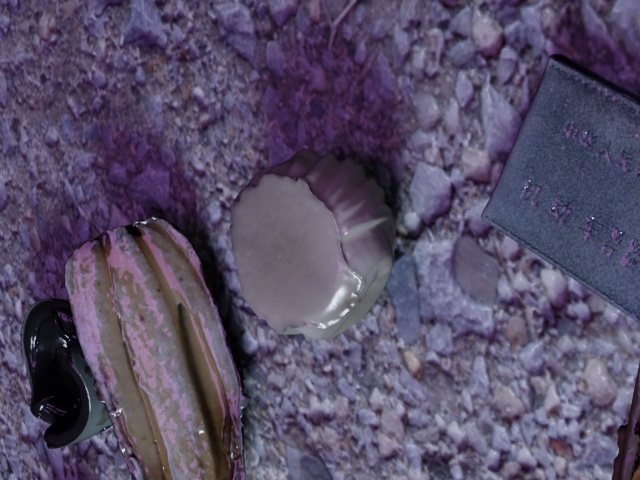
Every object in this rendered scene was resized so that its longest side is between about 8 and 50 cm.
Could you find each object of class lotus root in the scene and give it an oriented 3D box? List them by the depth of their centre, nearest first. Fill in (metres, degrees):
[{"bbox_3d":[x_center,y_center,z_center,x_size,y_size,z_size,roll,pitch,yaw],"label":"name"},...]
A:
[{"bbox_3d":[-0.160,0.138,1.287,0.167,0.078,0.330,-14,93,10],"label":"lotus root"}]

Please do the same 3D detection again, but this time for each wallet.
[{"bbox_3d":[0.245,-0.033,0.958,0.222,0.036,0.167,36,119,29],"label":"wallet"}]

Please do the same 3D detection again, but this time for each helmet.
[{"bbox_3d":[-0.270,0.147,1.369,0.177,0.107,0.153,52,133,45],"label":"helmet"}]

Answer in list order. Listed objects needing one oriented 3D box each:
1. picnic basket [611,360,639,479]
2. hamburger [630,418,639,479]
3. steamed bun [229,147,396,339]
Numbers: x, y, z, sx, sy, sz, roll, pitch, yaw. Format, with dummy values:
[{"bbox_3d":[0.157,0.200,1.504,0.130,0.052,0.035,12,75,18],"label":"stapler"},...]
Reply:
[{"bbox_3d":[0.342,0.139,0.854,0.222,0.129,0.297,21,110,36],"label":"picnic basket"},{"bbox_3d":[0.302,0.178,0.742,0.231,0.106,0.231,14,111,39],"label":"hamburger"},{"bbox_3d":[0.000,0.000,1.120,0.182,0.106,0.183,8,102,41],"label":"steamed bun"}]
